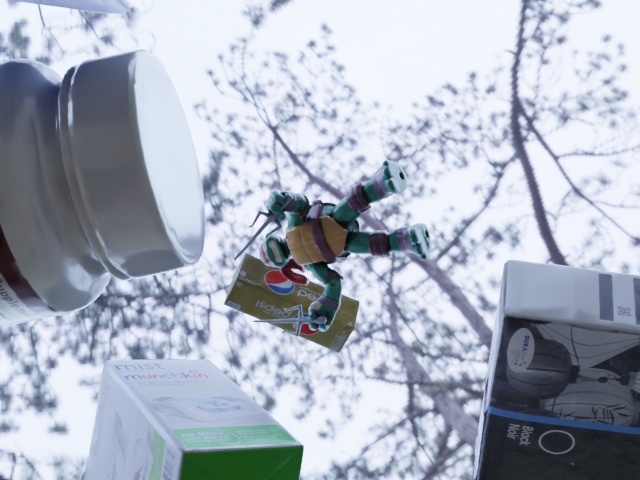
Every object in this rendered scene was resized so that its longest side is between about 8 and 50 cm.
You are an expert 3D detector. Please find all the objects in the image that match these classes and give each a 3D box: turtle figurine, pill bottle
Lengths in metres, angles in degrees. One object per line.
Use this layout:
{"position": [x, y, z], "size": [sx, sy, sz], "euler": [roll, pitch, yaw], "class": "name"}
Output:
{"position": [0.000, 0.000, 1.258], "size": [0.234, 0.118, 0.175], "euler": [-21, -64, 23], "class": "turtle figurine"}
{"position": [-0.313, -0.030, 0.952], "size": [0.392, 0.224, 0.224], "euler": [-12, -65, 7], "class": "pill bottle"}

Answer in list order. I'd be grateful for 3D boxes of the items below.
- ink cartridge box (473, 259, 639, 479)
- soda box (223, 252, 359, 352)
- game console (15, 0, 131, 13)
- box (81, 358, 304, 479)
{"position": [0.272, 0.110, 0.708], "size": [0.332, 0.065, 0.165], "euler": [6, -53, 7], "class": "ink cartridge box"}
{"position": [-0.039, 0.088, 1.558], "size": [0.181, 0.061, 0.058], "euler": [24, -51, -7], "class": "soda box"}
{"position": [-0.291, -0.278, 0.855], "size": [0.173, 0.293, 0.250], "euler": [-24, -86, -1], "class": "game console"}
{"position": [-0.139, 0.274, 1.067], "size": [0.127, 0.231, 0.262], "euler": [3, -78, -29], "class": "box"}
